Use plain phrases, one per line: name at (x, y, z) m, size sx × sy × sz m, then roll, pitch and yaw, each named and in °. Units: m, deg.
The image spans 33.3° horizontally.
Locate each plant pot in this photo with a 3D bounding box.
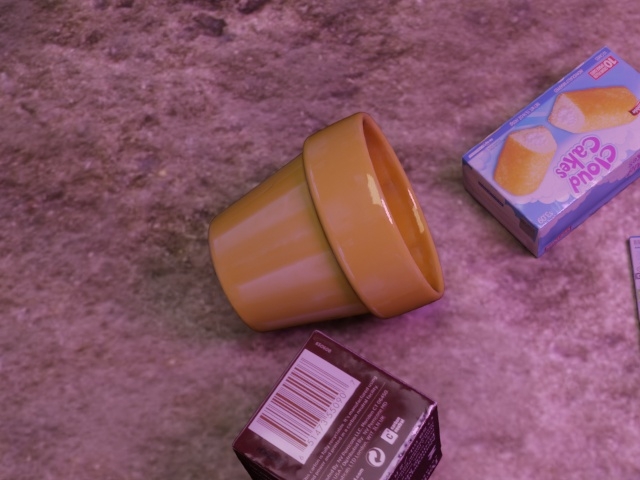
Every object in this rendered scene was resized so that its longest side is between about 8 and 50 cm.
plant pot at (0.000, 0.000, 1.353) m, size 0.239 × 0.254 × 0.254 m, roll -24°, pitch 60°, yaw 14°

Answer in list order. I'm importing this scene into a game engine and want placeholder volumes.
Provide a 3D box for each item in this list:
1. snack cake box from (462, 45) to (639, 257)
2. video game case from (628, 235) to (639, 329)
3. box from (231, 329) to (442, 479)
snack cake box at (0.338, -0.120, 1.435) m, size 0.264 × 0.089 × 0.152 m, roll -38°, pitch 62°, yaw -11°
video game case at (0.462, 0.068, 1.358) m, size 0.119 × 0.015 × 0.166 m, roll -2°, pitch 62°, yaw 7°
box at (0.027, 0.241, 1.227) m, size 0.167 × 0.203 × 0.168 m, roll 29°, pitch 70°, yaw 21°
